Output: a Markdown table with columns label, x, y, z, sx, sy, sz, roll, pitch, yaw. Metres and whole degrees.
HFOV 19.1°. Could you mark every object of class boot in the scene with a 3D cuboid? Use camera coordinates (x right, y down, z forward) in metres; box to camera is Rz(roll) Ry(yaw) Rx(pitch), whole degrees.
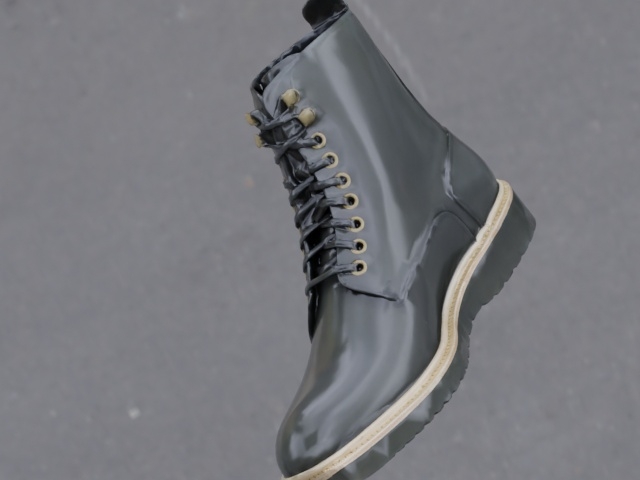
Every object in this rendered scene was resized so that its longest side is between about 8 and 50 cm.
| label | x | y | z | sx | sy | sz | roll | pitch | yaw |
| --- | --- | --- | --- | --- | --- | --- | --- | --- | --- |
| boot | 0.000 | 0.000 | 0.760 | 0.077 | 0.137 | 0.198 | -28 | 19 | 35 |
